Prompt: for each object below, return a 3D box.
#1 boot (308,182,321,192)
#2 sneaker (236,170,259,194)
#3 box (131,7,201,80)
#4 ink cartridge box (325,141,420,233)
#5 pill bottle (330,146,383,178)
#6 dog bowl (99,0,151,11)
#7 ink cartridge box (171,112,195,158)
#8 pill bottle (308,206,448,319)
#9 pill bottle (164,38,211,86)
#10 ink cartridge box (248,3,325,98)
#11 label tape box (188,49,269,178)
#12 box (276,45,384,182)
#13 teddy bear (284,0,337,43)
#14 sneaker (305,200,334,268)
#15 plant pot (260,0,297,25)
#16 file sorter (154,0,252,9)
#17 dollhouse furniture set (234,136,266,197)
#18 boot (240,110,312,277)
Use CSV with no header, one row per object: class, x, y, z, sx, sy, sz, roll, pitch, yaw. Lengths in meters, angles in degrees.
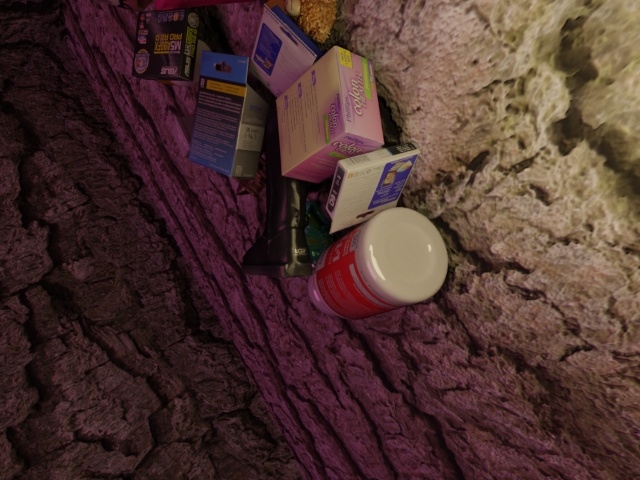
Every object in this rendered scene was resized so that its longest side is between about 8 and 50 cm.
boot,-0.060,-0.162,1.503,0.106,0.082,0.219,50,146,29
sneaker,-0.276,-0.229,1.840,0.188,0.066,0.071,-22,76,56
box,-0.516,-0.646,1.581,0.270,0.060,0.217,16,99,35
ink cartridge box,0.114,-0.122,1.122,0.045,0.206,0.208,55,149,29
pill bottle,0.071,-0.204,1.224,0.186,0.112,0.112,24,132,49
dog bowl,-0.582,-0.918,1.496,0.150,0.408,0.408,23,154,-15
ink cartridge box,-0.476,-0.422,1.878,0.127,0.176,0.128,-20,95,61
pill bottle,0.122,0.083,1.245,0.229,0.229,0.407,62,151,4
pill bottle,-0.531,-0.670,1.763,0.333,0.187,0.188,27,134,47
ink cartridge box,-0.088,-0.464,1.205,0.165,0.065,0.332,44,167,-8
label tape box,-0.273,-0.376,1.429,0.240,0.105,0.334,25,110,39
box,0.014,-0.284,1.123,0.243,0.117,0.214,-25,65,48
teddy bear,-0.010,-0.613,1.040,0.245,0.113,0.338,61,151,11
sneaker,0.000,0.000,1.518,0.110,0.107,0.275,-37,80,51
plant pot,-0.090,-0.588,1.225,0.083,0.081,0.082,-27,88,55
file sorter,-0.281,-0.725,1.213,0.202,0.290,0.183,7,115,57
dollhouse furniture set,-0.231,-0.310,1.655,0.242,0.161,0.212,43,152,-7
boot,-0.137,-0.124,1.411,0.367,0.146,0.446,-2,91,58
